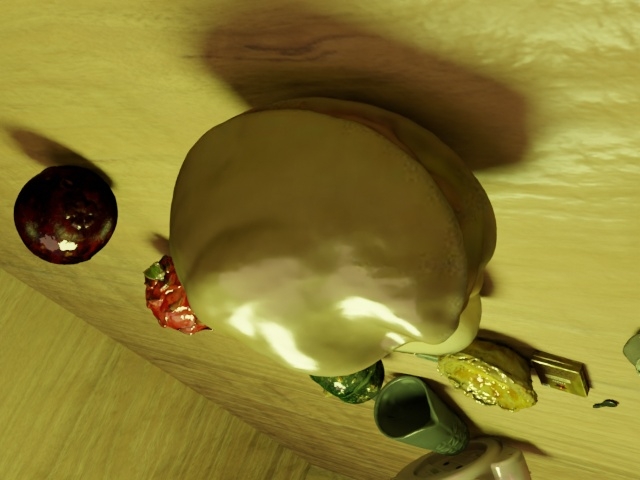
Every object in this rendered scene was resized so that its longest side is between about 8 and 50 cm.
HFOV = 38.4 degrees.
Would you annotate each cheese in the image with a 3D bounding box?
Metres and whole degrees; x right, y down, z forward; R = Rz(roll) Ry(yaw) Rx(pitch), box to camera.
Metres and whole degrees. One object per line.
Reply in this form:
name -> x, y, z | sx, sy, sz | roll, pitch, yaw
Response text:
cheese -> 0.132, 0.090, 1.508 | 0.266, 0.127, 0.233 | -1, 145, 46

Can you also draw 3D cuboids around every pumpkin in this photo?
pumpkin -> 0.054, 0.288, 2.075 | 0.190, 0.146, 0.190 | 21, 158, 9

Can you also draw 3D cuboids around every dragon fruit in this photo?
dragon fruit -> -0.301, 0.120, 2.029 | 0.209, 0.172, 0.172 | 45, 156, -12

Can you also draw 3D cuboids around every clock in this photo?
clock -> 0.335, 0.607, 2.329 | 0.295, 0.322, 0.113 | -10, 100, 70

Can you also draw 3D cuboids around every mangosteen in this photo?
mangosteen -> -0.496, -0.050, 1.787 | 0.210, 0.209, 0.210 | 22, 160, 8

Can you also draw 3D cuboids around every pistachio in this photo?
pistachio -> 0.000, 0.000, 1.161 | 0.446, 0.281, 0.365 | 3, 118, 30

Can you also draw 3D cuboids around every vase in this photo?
vase -> 0.251, 0.439, 2.256 | 0.251, 0.156, 0.301 | 19, 168, 41

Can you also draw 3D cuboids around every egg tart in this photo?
egg tart -> 0.320, 0.248, 1.739 | 0.213, 0.090, 0.212 | 21, 160, 8

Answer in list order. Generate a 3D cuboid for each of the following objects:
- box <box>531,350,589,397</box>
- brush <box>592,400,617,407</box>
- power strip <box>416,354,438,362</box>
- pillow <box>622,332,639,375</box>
box -> 0.442, 0.247, 1.691 | 0.090, 0.023, 0.133 | 15, 159, 29
brush -> 0.546, 0.316, 1.768 | 0.024, 0.008, 0.083 | 25, 161, -4
power strip -> 0.232, 0.244, 1.943 | 0.083, 0.017, 0.027 | 9, 154, 33
pillow -> 0.579, 0.206, 1.373 | 0.255, 0.059, 0.169 | 22, 158, 10
